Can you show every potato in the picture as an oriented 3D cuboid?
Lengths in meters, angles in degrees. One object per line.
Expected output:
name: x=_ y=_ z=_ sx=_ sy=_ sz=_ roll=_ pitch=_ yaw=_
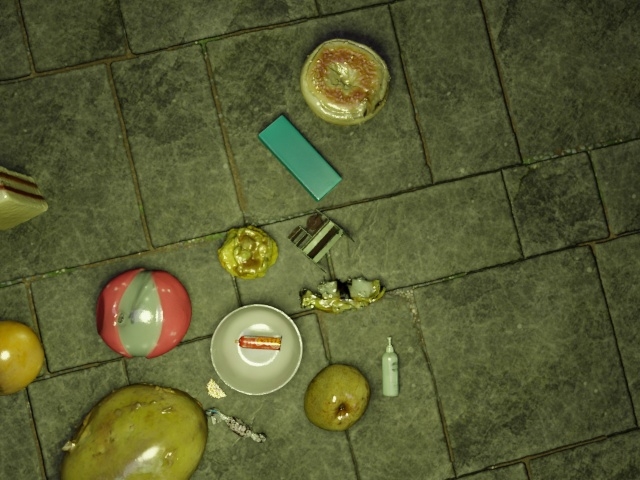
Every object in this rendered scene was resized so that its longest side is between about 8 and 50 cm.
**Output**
potato: x=-0.575 y=0.650 z=1.584 sx=0.442 sy=0.319 sz=0.385 roll=-40 pitch=91 yaw=-7

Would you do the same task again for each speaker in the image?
speaker: x=-0.556 y=0.233 z=1.669 sx=0.295 sy=0.294 sz=0.293 roll=0 pitch=87 yaw=-3

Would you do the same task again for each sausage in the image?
sausage: x=-0.192 y=0.313 z=1.609 sx=0.146 sy=0.048 sz=0.050 roll=4 pitch=82 yaw=0

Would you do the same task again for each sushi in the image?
sushi: x=0.073 y=0.179 z=1.729 sx=0.291 sy=0.139 sz=0.131 roll=-1 pitch=80 yaw=-2

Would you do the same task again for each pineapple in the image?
pineapple: x=-0.355 y=0.504 z=1.746 sx=0.045 sy=0.019 sz=0.083 roll=-44 pitch=90 yaw=-10

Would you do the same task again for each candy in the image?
candy: x=-0.278 y=0.611 z=1.715 sx=0.227 sy=0.094 sz=0.051 roll=29 pitch=68 yaw=-7
candy: x=-0.989 y=-0.125 z=1.592 sx=0.180 sy=0.321 sz=0.135 roll=-27 pitch=93 yaw=-8

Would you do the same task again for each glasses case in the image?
glasses case: x=-0.071 y=-0.276 z=1.778 sx=0.117 sy=0.070 sz=0.301 roll=-42 pitch=88 yaw=-10

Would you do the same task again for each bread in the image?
bread: x=0.080 y=-0.521 z=1.749 sx=0.306 sy=0.159 sz=0.305 roll=0 pitch=84 yaw=-4

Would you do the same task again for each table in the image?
table: x=0.000 y=0.000 z=1.763 sx=0.146 sy=0.062 sz=0.175 roll=-47 pitch=59 yaw=-4

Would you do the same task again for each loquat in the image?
loquat: x=-0.982 y=0.365 z=1.612 sx=0.235 sy=0.235 sz=0.234 roll=0 pitch=87 yaw=-3

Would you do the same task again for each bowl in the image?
bowl: x=-0.204 y=0.344 z=1.699 sx=0.287 sy=0.144 sz=0.286 roll=0 pitch=87 yaw=-4

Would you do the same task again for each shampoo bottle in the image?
shampoo bottle: x=0.235 y=0.424 z=1.765 sx=0.056 sy=0.056 sz=0.194 roll=-2 pitch=88 yaw=-3

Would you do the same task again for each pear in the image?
pear: x=0.050 y=0.506 z=1.672 sx=0.188 sy=0.211 sz=0.228 roll=43 pitch=87 yaw=-3

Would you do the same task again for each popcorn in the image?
popcorn: x=-0.242 y=0.039 z=1.709 sx=0.198 sy=0.155 sz=0.197 roll=-1 pitch=79 yaw=6
